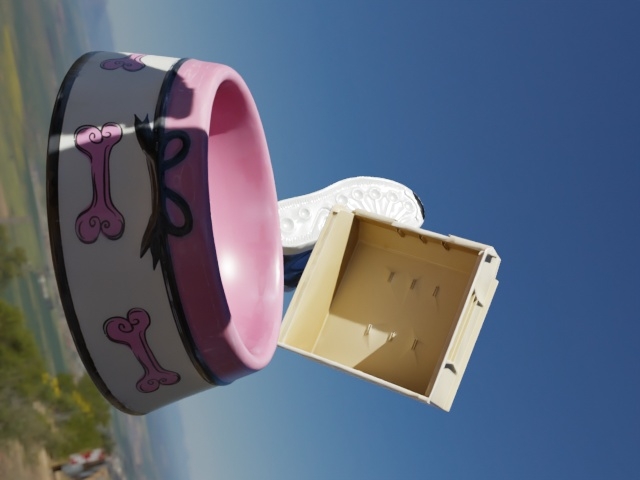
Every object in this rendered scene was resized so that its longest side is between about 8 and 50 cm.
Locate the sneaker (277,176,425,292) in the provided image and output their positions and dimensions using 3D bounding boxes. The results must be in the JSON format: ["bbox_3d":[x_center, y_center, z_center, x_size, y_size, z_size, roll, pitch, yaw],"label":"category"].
[{"bbox_3d":[0.000,0.001,1.810,0.236,0.323,0.130,-50,-125,58],"label":"sneaker"}]

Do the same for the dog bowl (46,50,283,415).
[{"bbox_3d":[-0.148,-0.016,1.132,0.408,0.151,0.407,-7,90,-81],"label":"dog bowl"}]

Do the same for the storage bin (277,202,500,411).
[{"bbox_3d":[0.110,0.095,1.563,0.260,0.262,0.123,-67,153,-11],"label":"storage bin"}]
